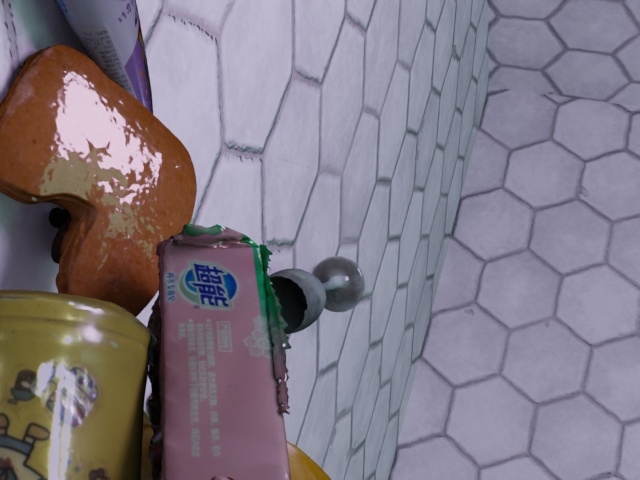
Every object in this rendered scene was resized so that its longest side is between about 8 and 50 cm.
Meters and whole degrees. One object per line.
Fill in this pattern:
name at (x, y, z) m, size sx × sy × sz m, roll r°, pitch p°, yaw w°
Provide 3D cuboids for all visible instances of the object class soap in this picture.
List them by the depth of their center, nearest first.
soap at (-0.081, 0.145, 0.722) m, size 0.273 × 0.098 × 0.218 m, roll -101°, pitch -161°, yaw -48°

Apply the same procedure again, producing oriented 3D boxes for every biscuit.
biscuit at (-0.184, -0.038, 0.777) m, size 0.192 × 0.036 × 0.186 m, roll 42°, pitch 57°, yaw -33°

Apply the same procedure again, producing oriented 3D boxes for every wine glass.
wine glass at (0.000, 0.000, 1.504) m, size 0.309 × 0.096 × 0.264 m, roll -9°, pitch 110°, yaw -73°

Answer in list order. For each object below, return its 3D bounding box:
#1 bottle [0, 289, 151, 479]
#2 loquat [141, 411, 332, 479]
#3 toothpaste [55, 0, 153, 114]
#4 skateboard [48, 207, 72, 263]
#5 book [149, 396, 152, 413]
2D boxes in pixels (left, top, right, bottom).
bottle at (-0.204, 0.218, 0.624) m, size 0.171 × 0.171 × 0.351 m, roll 63°, pitch 24°, yaw -65°
loquat at (-0.127, 0.303, 0.911) m, size 0.360 × 0.328 × 0.328 m, roll 61°, pitch 6°, yaw 16°
toothpaste at (-0.178, -0.192, 0.798) m, size 0.299 × 0.073 × 0.114 m, roll 77°, pitch -1°, yaw -59°
skateboard at (-0.182, -0.016, 0.877) m, size 0.151 × 0.080 × 0.067 m, roll -52°, pitch 155°, yaw -55°
book at (-0.143, 0.262, 1.299) m, size 0.262 × 0.028 × 0.374 m, roll -62°, pitch 157°, yaw -52°
